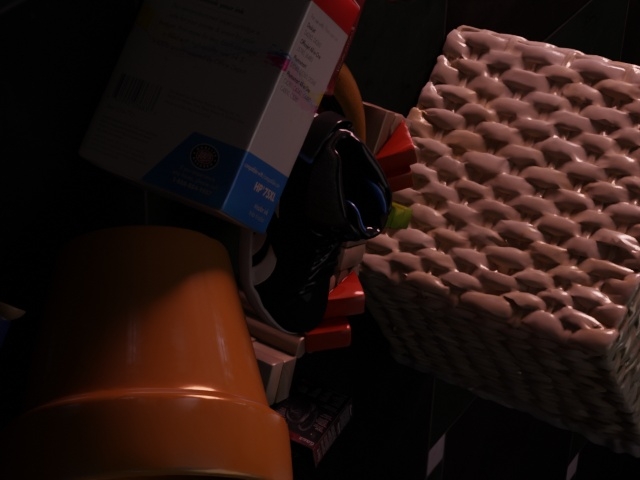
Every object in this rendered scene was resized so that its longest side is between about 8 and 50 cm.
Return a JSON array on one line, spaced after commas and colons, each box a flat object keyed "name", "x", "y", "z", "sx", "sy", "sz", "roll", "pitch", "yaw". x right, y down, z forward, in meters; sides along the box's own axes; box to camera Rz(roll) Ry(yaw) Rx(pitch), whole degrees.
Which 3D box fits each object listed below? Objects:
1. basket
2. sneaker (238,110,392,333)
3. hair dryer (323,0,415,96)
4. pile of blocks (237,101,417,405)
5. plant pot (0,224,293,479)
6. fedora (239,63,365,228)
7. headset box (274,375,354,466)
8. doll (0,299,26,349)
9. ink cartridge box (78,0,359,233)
[{"name": "basket", "x": 0.245, "y": -0.004, "z": 1.600, "sx": 0.328, "sy": 0.331, "sz": 0.266, "roll": -63, "pitch": 152, "yaw": -14}, {"name": "sneaker", "x": 0.000, "y": 0.000, "z": 1.184, "sx": 0.079, "sy": 0.121, "sz": 0.217, "roll": -37, "pitch": 134, "yaw": -34}, {"name": "hair dryer", "x": 0.039, "y": -0.229, "z": 1.238, "sx": 0.293, "sy": 0.080, "sz": 0.224, "roll": -62, "pitch": 141, "yaw": -34}, {"name": "pile of blocks", "x": 0.010, "y": 0.031, "z": 1.414, "sx": 0.362, "sy": 0.112, "sz": 0.149, "roll": -61, "pitch": 153, "yaw": -15}, {"name": "plant pot", "x": -0.126, "y": 0.098, "z": 1.094, "sx": 0.205, "sy": 0.205, "sz": 0.188, "roll": 45, "pitch": 38, "yaw": -63}, {"name": "fedora", "x": -0.038, "y": -0.074, "z": 1.278, "sx": 0.194, "sy": 0.079, "sz": 0.194, "roll": -28, "pitch": 126, "yaw": -47}, {"name": "headset box", "x": -0.014, "y": 0.184, "z": 1.538, "sx": 0.083, "sy": 0.062, "sz": 0.032, "roll": -52, "pitch": 149, "yaw": -34}, {"name": "doll", "x": -0.259, "y": 0.125, "z": 1.034, "sx": 0.189, "sy": 0.046, "sz": 0.129, "roll": -67, "pitch": 153, "yaw": -6}, {"name": "ink cartridge box", "x": -0.064, "y": -0.137, "z": 1.116, "sx": 0.231, "sy": 0.134, "sz": 0.078, "roll": -66, "pitch": 154, "yaw": -4}]
